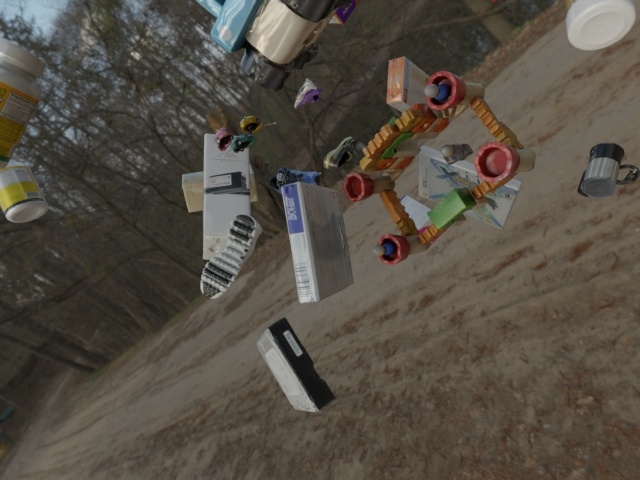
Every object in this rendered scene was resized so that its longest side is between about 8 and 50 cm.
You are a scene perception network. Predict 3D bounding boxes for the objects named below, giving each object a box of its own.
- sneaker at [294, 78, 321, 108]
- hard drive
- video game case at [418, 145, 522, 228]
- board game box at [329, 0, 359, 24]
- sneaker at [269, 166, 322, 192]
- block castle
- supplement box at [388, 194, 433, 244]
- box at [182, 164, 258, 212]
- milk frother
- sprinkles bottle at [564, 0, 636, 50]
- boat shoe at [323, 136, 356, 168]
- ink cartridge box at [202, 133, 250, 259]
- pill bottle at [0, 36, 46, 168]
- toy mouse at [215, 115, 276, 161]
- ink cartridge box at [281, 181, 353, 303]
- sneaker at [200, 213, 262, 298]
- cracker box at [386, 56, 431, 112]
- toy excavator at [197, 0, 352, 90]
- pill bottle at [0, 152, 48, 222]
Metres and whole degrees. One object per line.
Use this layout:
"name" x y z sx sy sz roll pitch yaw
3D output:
"sneaker" -0.042 -0.478 1.472 0.170 0.071 0.068 -179 108 -74
"hard drive" -0.083 0.349 1.199 0.064 0.236 0.339 -30 -10 -20
"video game case" 0.488 -0.173 1.490 0.036 0.329 0.300 -58 -22 -13
"board game box" -0.041 -0.932 1.335 0.356 0.356 0.356 32 89 46
"sneaker" -0.120 -0.254 1.958 0.330 0.147 0.129 -2 72 53
"block castle" 0.260 -0.168 1.114 0.213 0.302 0.453 -11 -24 -38
"supplement box" 0.400 -0.085 1.815 0.114 0.111 0.220 -46 33 1
"box" -0.449 -0.236 1.971 0.312 0.147 0.121 -12 32 -9
"milk frother" 0.811 -0.175 1.223 0.134 0.143 0.129 -61 -22 -23
"sprinkles bottle" 0.593 -0.589 0.965 0.121 0.121 0.355 -33 43 55
"boat shoe" 0.064 -0.234 1.200 0.152 0.049 0.056 -48 -25 -37
"ink cartridge box" -0.354 -0.151 1.642 0.285 0.167 0.394 126 142 -67
"pill bottle" -0.572 -0.243 0.768 0.208 0.118 0.117 -63 13 -1
"toy mouse" -0.200 -0.238 1.018 0.143 0.031 0.161 -40 -13 35
"ink cartridge box" 0.000 0.000 1.307 0.072 0.323 0.330 -10 -1 19
"sneaker" -0.276 0.057 1.403 0.292 0.110 0.118 -58 -12 1
"cracker box" 0.329 -0.548 1.603 0.067 0.232 0.155 3 88 38
"toy excavator" -0.198 -0.513 0.839 0.222 0.445 0.432 -46 8 40
"pill bottle" -0.833 -0.149 1.197 0.103 0.184 0.103 -30 -7 -4
